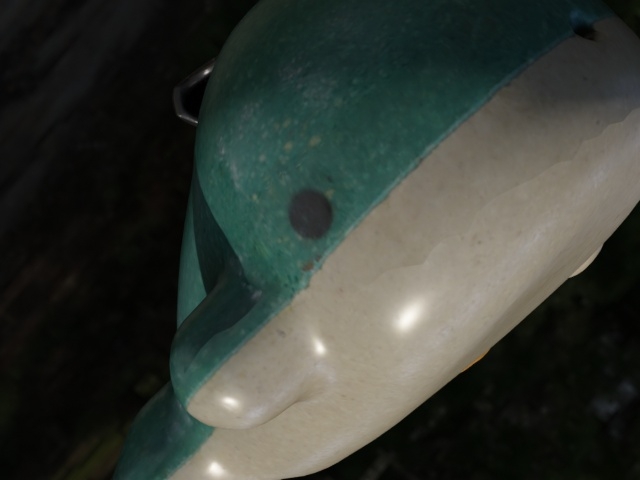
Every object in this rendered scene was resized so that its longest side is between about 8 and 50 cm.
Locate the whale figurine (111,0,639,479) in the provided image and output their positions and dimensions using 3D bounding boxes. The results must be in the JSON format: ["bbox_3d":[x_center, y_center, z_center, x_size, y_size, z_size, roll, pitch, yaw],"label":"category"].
[{"bbox_3d":[0.000,0.000,0.656,0.272,0.141,0.216,-48,170,37],"label":"whale figurine"}]

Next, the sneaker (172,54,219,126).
[{"bbox_3d":[-0.012,-0.131,1.451,0.232,0.081,0.090,-16,174,30],"label":"sneaker"}]

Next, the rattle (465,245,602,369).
[{"bbox_3d":[0.110,-0.025,1.118,0.143,0.130,0.199,-28,161,-29],"label":"rattle"}]
